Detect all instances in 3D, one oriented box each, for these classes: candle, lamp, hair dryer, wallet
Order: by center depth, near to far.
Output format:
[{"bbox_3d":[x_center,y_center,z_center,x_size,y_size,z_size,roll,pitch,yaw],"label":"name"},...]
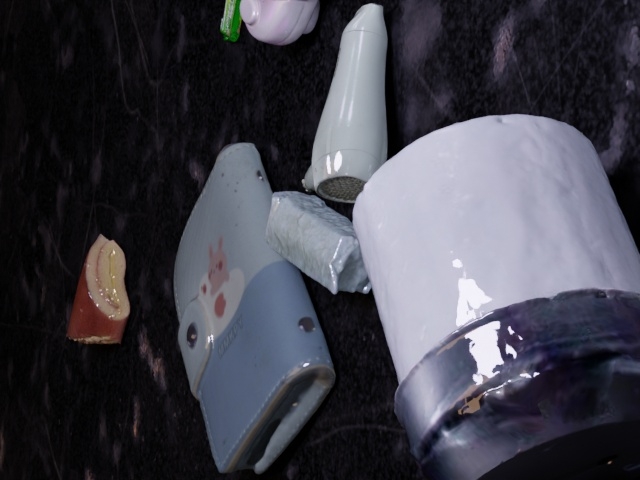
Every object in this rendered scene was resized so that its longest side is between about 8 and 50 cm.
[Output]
[{"bbox_3d":[0.144,0.033,1.194,0.221,0.221,0.342,-56,40,47],"label":"candle"},{"bbox_3d":[0.016,-0.116,1.643,0.237,0.075,0.206,128,152,-66],"label":"hair dryer"},{"bbox_3d":[-0.043,-0.336,1.711,0.179,0.108,0.246,-117,38,-50],"label":"lamp"},{"bbox_3d":[-0.098,0.085,1.828,0.252,0.083,0.360,-56,39,38],"label":"wallet"}]

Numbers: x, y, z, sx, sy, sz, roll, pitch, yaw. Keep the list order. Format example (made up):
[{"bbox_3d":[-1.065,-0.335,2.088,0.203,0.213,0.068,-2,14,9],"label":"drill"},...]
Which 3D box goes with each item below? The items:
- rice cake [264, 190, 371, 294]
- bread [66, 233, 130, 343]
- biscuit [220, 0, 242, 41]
[{"bbox_3d":[0.000,0.000,1.653,0.206,0.063,0.069,31,113,59],"label":"rice cake"},{"bbox_3d":[-0.335,0.099,2.306,0.119,0.067,0.192,54,135,50],"label":"bread"},{"bbox_3d":[-0.110,-0.294,1.941,0.046,0.016,0.089,-142,59,-60],"label":"biscuit"}]
